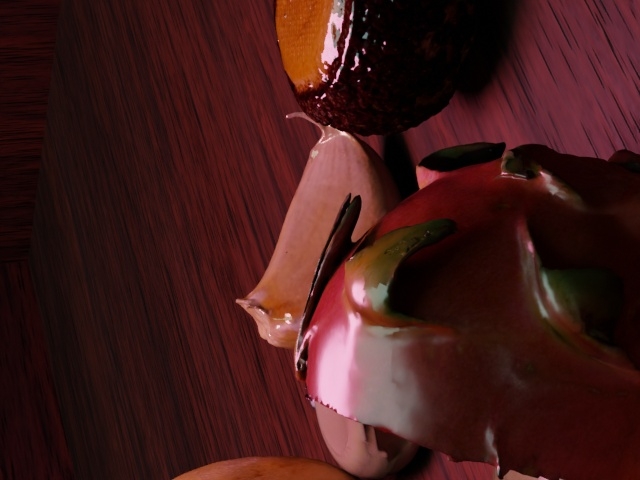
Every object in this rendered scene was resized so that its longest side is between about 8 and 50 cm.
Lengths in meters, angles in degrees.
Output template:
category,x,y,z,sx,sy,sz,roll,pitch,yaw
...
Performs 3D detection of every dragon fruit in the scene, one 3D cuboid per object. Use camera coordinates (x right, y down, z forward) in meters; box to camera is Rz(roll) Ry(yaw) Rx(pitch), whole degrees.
category,x,y,z,sx,sy,sz,roll,pitch,yaw
dragon fruit,0.145,0.034,1.189,0.305,0.305,0.226,-146,69,-65

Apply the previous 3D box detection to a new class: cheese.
category,x,y,z,sx,sy,sz,roll,pitch,yaw
cheese,0.032,0.171,1.829,0.286,0.082,0.163,-170,77,-71

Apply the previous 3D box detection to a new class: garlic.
category,x,y,z,sx,sy,sz,roll,pitch,yaw
garlic,0.015,-0.001,1.715,0.145,0.164,0.245,134,151,-76

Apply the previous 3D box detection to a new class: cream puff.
category,x,y,z,sx,sy,sz,roll,pitch,yaw
cream puff,0.054,-0.214,1.536,0.239,0.164,0.239,179,90,-69

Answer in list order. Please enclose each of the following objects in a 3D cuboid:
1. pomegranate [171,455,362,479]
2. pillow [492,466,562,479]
category,x,y,z,sx,sy,sz,roll,pitch,yaw
pomegranate,-0.054,0.385,1.778,0.332,0.332,0.333,175,90,-71
pillow,0.188,0.252,1.416,0.185,0.075,0.302,-134,43,-61
